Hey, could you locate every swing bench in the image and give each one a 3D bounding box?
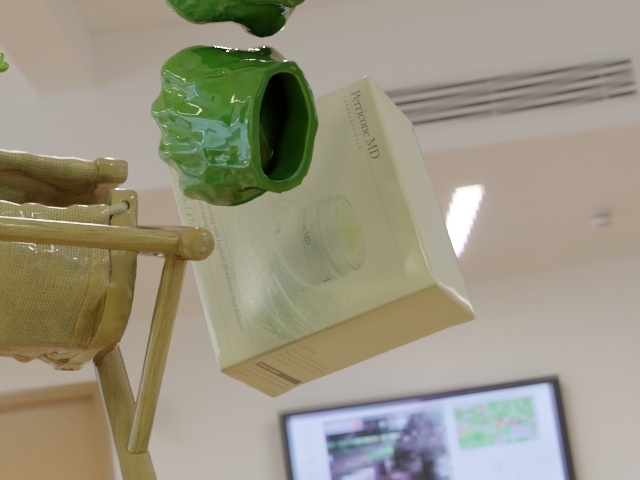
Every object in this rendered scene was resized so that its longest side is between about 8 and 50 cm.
[{"bbox_3d":[-0.230,0.021,0.810,0.253,0.165,0.255,6,17,-26],"label":"swing bench"}]

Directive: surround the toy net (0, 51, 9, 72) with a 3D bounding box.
[{"bbox_3d":[-0.434,-0.178,1.454,0.232,0.122,0.045,18,-21,30],"label":"toy net"}]

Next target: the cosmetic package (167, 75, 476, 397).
[{"bbox_3d":[0.000,0.000,1.359,0.225,0.224,0.138,-23,-24,13],"label":"cosmetic package"}]

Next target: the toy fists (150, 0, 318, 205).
[{"bbox_3d":[-0.068,-0.168,1.165,0.142,0.279,0.096,7,5,43],"label":"toy fists"}]
